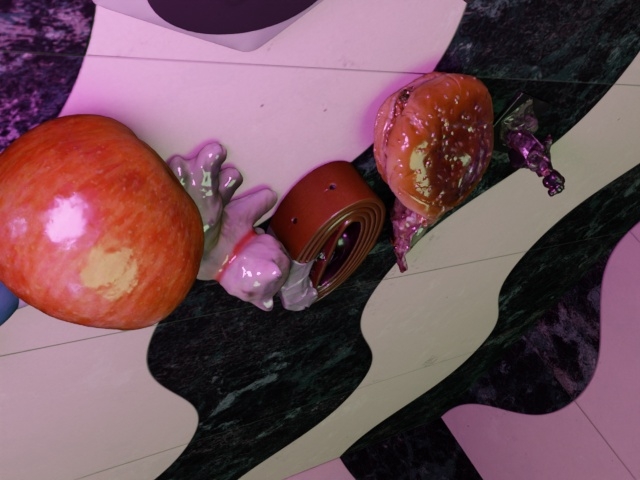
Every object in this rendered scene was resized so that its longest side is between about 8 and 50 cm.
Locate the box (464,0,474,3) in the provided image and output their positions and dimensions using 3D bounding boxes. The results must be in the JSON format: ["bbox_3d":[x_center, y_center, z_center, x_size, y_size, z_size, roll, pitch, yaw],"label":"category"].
[{"bbox_3d":[0.200,-0.405,1.116,0.084,0.122,0.069,-43,164,20],"label":"box"}]

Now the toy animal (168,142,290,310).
[{"bbox_3d":[-0.155,-0.008,1.313,0.266,0.188,0.308,-7,147,-28],"label":"toy animal"}]

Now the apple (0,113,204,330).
[{"bbox_3d":[-0.286,-0.030,1.025,0.250,0.277,0.309,-59,162,13],"label":"apple"}]

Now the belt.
[{"bbox_3d":[0.000,0.000,1.548,0.217,0.122,0.339,-15,147,-36],"label":"belt"}]

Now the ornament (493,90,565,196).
[{"bbox_3d":[0.479,-0.192,1.682,0.166,0.196,0.153,0,138,-50],"label":"ornament"}]

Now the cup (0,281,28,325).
[{"bbox_3d":[-0.501,0.069,1.070,0.173,0.167,0.300,-21,129,-38],"label":"cup"}]

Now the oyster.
[{"bbox_3d":[0.223,-0.089,1.698,0.204,0.111,0.396,-43,156,-21],"label":"oyster"}]

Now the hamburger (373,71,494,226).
[{"bbox_3d":[0.206,-0.173,1.417,0.243,0.146,0.286,10,108,-42],"label":"hamburger"}]

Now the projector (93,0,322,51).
[{"bbox_3d":[-0.094,-0.331,0.888,0.259,0.079,0.257,-25,162,37],"label":"projector"}]
